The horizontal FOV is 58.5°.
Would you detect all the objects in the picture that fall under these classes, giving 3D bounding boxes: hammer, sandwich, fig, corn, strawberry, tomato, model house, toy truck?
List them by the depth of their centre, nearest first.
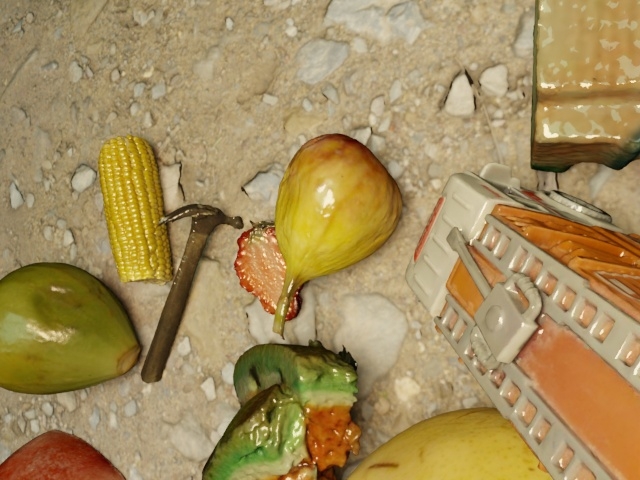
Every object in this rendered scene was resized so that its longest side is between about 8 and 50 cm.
[{"bbox_3d":[0.208,0.065,0.478,0.387,0.207,0.173,-119,48,-64],"label":"toy truck"},{"bbox_3d":[0.348,-0.217,0.534,0.280,0.245,0.312,3,85,19],"label":"model house"},{"bbox_3d":[-0.058,0.272,0.675,0.250,0.162,0.301,-12,84,64],"label":"sandwich"},{"bbox_3d":[0.000,0.000,0.703,0.159,0.159,0.257,18,77,27],"label":"fig"},{"bbox_3d":[-0.067,0.041,0.809,0.104,0.048,0.152,-17,91,17],"label":"strawberry"},{"bbox_3d":[-0.215,0.085,0.865,0.027,0.125,0.297,45,118,59],"label":"hammer"},{"bbox_3d":[-0.399,0.132,0.878,0.230,0.207,0.207,-10,79,6],"label":"fig"},{"bbox_3d":[-0.444,0.484,0.889,0.338,0.144,0.338,-4,82,29],"label":"tomato"},{"bbox_3d":[-0.293,-0.047,0.904,0.093,0.093,0.244,-20,76,23],"label":"corn"}]

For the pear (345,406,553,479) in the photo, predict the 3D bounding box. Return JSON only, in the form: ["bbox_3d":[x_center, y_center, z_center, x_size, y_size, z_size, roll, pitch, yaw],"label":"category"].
[{"bbox_3d":[0.153,0.304,0.516,0.309,0.309,0.309,-3,82,26],"label":"pear"}]
